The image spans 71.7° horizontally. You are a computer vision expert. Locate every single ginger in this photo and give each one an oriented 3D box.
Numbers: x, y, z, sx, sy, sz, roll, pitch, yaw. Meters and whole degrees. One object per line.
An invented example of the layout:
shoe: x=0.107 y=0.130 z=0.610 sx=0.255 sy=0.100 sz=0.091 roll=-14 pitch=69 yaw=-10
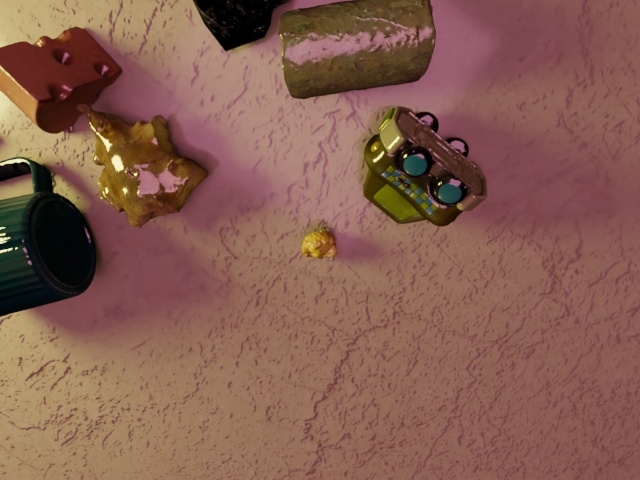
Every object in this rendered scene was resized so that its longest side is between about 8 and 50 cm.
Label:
ginger: x=-0.383 y=-0.162 z=0.910 sx=0.270 sy=0.123 sz=0.219 roll=45 pitch=100 yaw=-3

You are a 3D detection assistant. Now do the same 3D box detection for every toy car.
toy car: x=0.189 y=-0.125 z=0.902 sx=0.248 sy=0.204 sz=0.198 roll=36 pitch=128 yaw=-9

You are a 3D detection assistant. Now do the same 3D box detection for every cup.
cup: x=-0.662 y=0.014 z=0.933 sx=0.293 sy=0.307 sz=0.242 roll=-12 pitch=140 yaw=4

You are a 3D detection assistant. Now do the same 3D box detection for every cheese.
cheese: x=-0.514 y=-0.296 z=0.833 sx=0.203 sy=0.177 sz=0.128 roll=-38 pitch=104 yaw=12

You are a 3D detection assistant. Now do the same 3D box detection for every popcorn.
popcorn: x=0.000 y=0.000 z=0.988 sx=0.084 sy=0.084 sz=0.084 roll=0 pitch=108 yaw=0

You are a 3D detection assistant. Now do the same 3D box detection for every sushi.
sushi: x=-0.142 y=-0.509 z=0.766 sx=0.213 sy=0.215 sz=0.226 roll=-18 pitch=87 yaw=1

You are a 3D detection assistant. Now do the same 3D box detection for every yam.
yam: x=0.062 y=-0.358 z=0.822 sx=0.268 sy=0.161 sz=0.161 roll=-9 pitch=108 yaw=2
